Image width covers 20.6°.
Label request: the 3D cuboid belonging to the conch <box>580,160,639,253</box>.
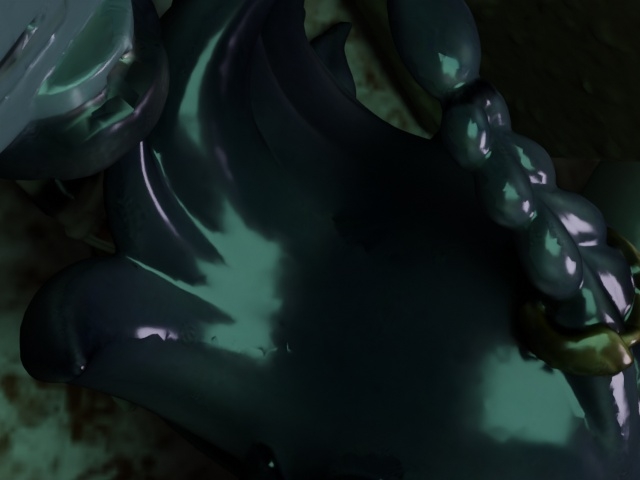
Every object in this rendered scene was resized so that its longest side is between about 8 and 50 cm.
[{"bbox_3d":[0.175,0.044,0.714,0.185,0.121,0.221,-37,111,-36],"label":"conch"}]

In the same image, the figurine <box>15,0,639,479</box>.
[{"bbox_3d":[0.005,0.015,0.571,0.265,0.197,0.175,38,86,-39],"label":"figurine"}]

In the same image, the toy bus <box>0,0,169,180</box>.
[{"bbox_3d":[-0.114,-0.167,0.442,0.232,0.194,0.288,27,66,10],"label":"toy bus"}]

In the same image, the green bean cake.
[{"bbox_3d":[0.095,-0.091,0.612,0.085,0.179,0.109,-46,117,-22],"label":"green bean cake"}]
